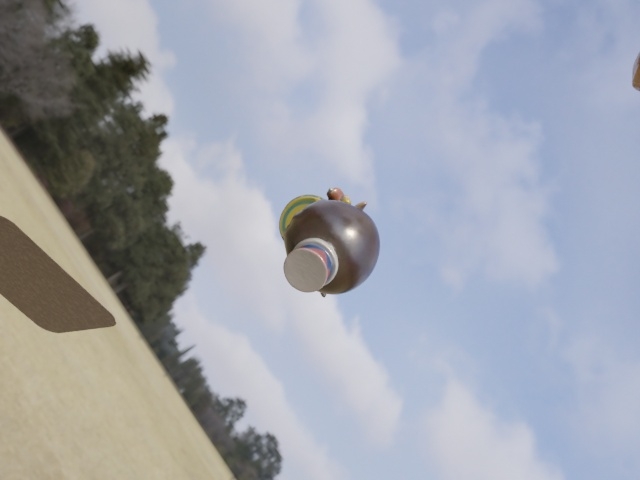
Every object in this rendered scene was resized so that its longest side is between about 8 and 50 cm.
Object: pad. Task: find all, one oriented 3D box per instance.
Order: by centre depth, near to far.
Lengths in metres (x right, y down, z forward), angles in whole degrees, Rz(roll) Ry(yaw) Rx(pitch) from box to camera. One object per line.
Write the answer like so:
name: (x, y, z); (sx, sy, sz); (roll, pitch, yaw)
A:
pad: (-0.439, 0.057, 1.315); (0.176, 0.002, 0.266); (-10, -46, 33)

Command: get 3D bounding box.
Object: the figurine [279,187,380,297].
figurine: (0.009, 0.003, 1.341); (0.158, 0.161, 0.275); (20, 6, -3)

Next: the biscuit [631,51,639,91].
biscuit: (0.549, -0.194, 1.052); (0.202, 0.334, 0.047); (61, 36, -76)
